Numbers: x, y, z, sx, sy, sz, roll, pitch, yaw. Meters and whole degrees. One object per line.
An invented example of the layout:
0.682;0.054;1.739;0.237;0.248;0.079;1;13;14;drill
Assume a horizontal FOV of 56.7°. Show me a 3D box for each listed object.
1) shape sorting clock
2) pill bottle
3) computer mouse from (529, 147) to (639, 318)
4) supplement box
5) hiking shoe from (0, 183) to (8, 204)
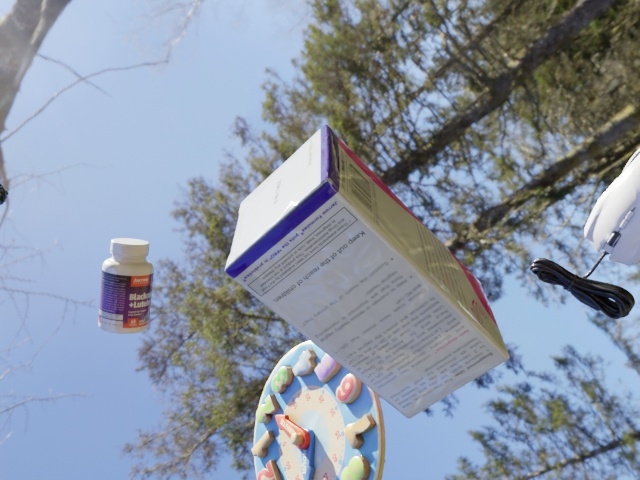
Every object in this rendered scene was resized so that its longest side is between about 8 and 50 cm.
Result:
-0.011;0.206;0.616;0.040;0.206;0.206;11;-132;-36;shape sorting clock
-0.421;0.096;1.289;0.108;0.108;0.193;-3;-77;-51;pill bottle
0.297;-0.014;0.586;0.106;0.193;0.042;39;-147;28;computer mouse
0.042;0.031;0.500;0.220;0.114;0.111;41;-157;-21;supplement box
-0.743;-0.108;1.082;0.304;0.132;0.113;22;-179;-36;hiking shoe
